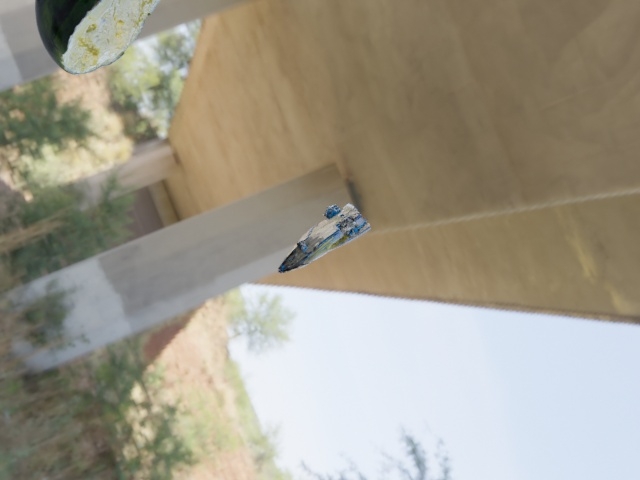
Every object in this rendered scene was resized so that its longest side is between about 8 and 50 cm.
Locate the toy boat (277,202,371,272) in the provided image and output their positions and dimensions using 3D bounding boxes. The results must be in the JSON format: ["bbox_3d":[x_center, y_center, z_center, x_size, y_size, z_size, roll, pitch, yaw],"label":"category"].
[{"bbox_3d":[0.000,0.000,1.826,0.084,0.210,0.066,45,-12,47],"label":"toy boat"}]

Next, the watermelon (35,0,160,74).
[{"bbox_3d":[-0.299,-0.331,1.224,0.127,0.204,0.232,41,-26,3],"label":"watermelon"}]
